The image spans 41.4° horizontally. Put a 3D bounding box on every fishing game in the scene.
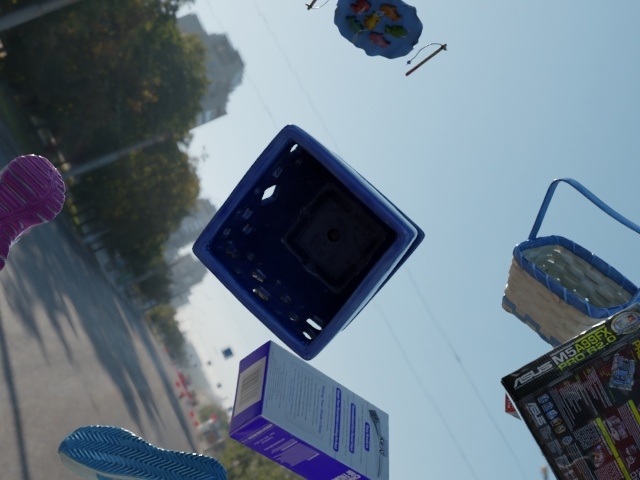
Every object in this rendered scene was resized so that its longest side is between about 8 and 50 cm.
[{"bbox_3d":[0.110,-0.417,1.650,0.264,0.041,0.189,33,-30,-19],"label":"fishing game"}]

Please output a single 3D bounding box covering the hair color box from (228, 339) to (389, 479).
[{"bbox_3d":[-0.014,0.365,1.680,0.339,0.110,0.185,35,36,-25],"label":"hair color box"}]

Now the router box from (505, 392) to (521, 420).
[{"bbox_3d":[0.623,0.371,1.873,0.335,0.301,0.082,30,56,-40],"label":"router box"}]

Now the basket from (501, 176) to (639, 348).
[{"bbox_3d":[0.492,0.054,1.626,0.255,0.201,0.288,45,-46,32],"label":"basket"}]

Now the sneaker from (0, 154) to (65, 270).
[{"bbox_3d":[-0.469,-0.031,1.211,0.111,0.252,0.103,-14,-60,37],"label":"sneaker"}]

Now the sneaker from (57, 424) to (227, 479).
[{"bbox_3d":[-0.247,0.323,1.146,0.087,0.229,0.092,-73,-177,-61],"label":"sneaker"}]

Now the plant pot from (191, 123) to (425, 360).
[{"bbox_3d":[0.000,0.000,1.213,0.236,0.236,0.212,42,13,13],"label":"plant pot"}]

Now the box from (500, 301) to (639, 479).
[{"bbox_3d":[0.403,0.247,1.180,0.270,0.216,0.060,57,4,-26],"label":"box"}]

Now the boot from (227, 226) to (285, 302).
[{"bbox_3d":[-0.083,0.029,1.726,0.138,0.377,0.284,43,-40,-21],"label":"boot"}]
